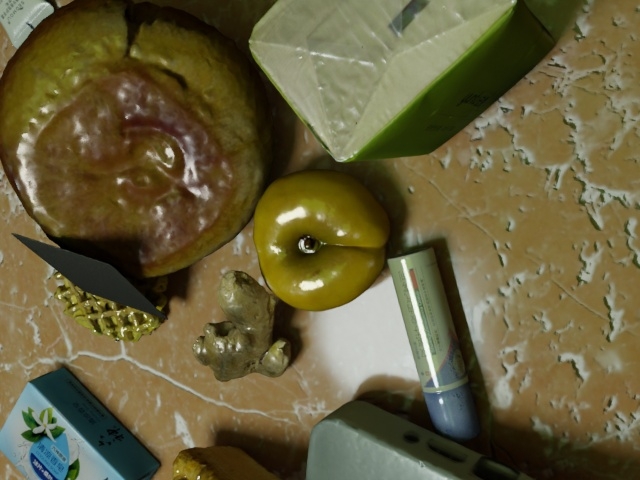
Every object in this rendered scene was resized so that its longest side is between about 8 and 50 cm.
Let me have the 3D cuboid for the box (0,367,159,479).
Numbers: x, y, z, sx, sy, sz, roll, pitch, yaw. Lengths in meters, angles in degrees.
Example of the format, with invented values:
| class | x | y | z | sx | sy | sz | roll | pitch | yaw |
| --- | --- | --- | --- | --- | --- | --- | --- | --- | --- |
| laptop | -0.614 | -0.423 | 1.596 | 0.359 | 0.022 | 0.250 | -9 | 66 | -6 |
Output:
| class | x | y | z | sx | sy | sz | roll | pitch | yaw |
| --- | --- | --- | --- | --- | --- | --- | --- | --- | --- |
| box | -0.380 | 0.331 | 1.097 | 0.232 | 0.083 | 0.143 | 41 | 110 | 14 |

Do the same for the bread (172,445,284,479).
| class | x | y | z | sx | sy | sz | roll | pitch | yaw |
| --- | --- | --- | --- | --- | --- | --- | --- | --- | --- |
| bread | -0.108 | 0.339 | 0.926 | 0.211 | 0.113 | 0.084 | 10 | 88 | 53 |

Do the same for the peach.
| class | x | y | z | sx | sy | sz | roll | pitch | yaw |
| --- | --- | --- | --- | --- | --- | --- | --- | --- | --- |
| peach | 0.000 | 0.000 | 0.868 | 0.179 | 0.103 | 0.179 | 3 | 104 | 14 |

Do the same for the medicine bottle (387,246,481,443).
| class | x | y | z | sx | sy | sz | roll | pitch | yaw |
| --- | --- | --- | --- | --- | --- | --- | --- | --- | --- |
| medicine bottle | 0.138 | 0.125 | 0.851 | 0.059 | 0.059 | 0.231 | -15 | 92 | 25 |

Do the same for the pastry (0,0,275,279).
| class | x | y | z | sx | sy | sz | roll | pitch | yaw |
| --- | --- | --- | --- | --- | --- | --- | --- | --- | --- |
| pastry | -0.225 | -0.123 | 0.875 | 0.355 | 0.164 | 0.356 | -4 | 109 | -11 |

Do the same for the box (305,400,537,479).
| class | x | y | z | sx | sy | sz | roll | pitch | yaw |
| --- | --- | --- | --- | --- | --- | --- | --- | --- | --- |
| box | 0.136 | 0.414 | 0.842 | 0.367 | 0.090 | 0.373 | 17 | 109 | 34 |

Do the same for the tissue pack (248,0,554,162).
| class | x | y | z | sx | sy | sz | roll | pitch | yaw |
| --- | --- | --- | --- | --- | --- | --- | --- | --- | --- |
| tissue pack | 0.095 | -0.195 | 0.702 | 0.200 | 0.274 | 0.167 | -42 | 82 | 23 |

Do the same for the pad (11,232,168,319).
| class | x | y | z | sx | sy | sz | roll | pitch | yaw |
| --- | --- | --- | --- | --- | --- | --- | --- | --- | --- |
| pad | -0.288 | 0.051 | 0.907 | 0.142 | 0.211 | 0.003 | 16 | 70 | 13 |

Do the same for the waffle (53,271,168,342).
| class | x | y | z | sx | sy | sz | roll | pitch | yaw |
| --- | --- | --- | --- | --- | --- | --- | --- | --- | --- |
| waffle | -0.308 | 0.069 | 1.041 | 0.194 | 0.051 | 0.149 | 19 | 108 | 19 |

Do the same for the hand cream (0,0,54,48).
| class | x | y | z | sx | sy | sz | roll | pitch | yaw |
| --- | --- | --- | --- | --- | --- | --- | --- | --- | --- |
| hand cream | -0.503 | -0.422 | 1.054 | 0.095 | 0.059 | 0.276 | -36 | 88 | 22 |

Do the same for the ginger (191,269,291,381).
| class | x | y | z | sx | sy | sz | roll | pitch | yaw |
| --- | --- | --- | --- | --- | --- | --- | --- | --- | --- |
| ginger | -0.111 | 0.122 | 0.918 | 0.132 | 0.059 | 0.214 | -1 | 136 | 14 |
